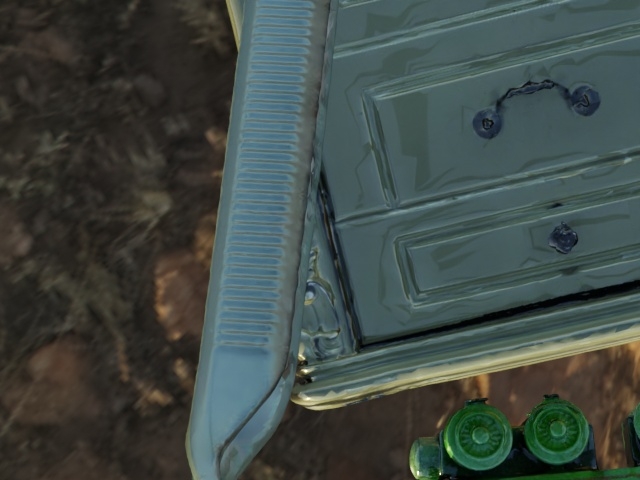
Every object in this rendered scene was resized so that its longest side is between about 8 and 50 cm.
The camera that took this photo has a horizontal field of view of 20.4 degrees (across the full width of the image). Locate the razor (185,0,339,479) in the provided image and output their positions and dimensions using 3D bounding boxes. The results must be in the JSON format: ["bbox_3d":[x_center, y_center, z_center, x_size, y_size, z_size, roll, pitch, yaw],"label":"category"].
[{"bbox_3d":[-0.011,-0.001,0.510,0.056,0.111,0.278,-3,59,1],"label":"razor"}]

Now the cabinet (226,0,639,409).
[{"bbox_3d":[0.100,-0.109,0.915,0.289,0.227,0.318,-13,93,7],"label":"cabinet"}]

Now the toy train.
[{"bbox_3d":[0.184,0.154,1.114,0.251,0.085,0.119,-6,75,2],"label":"toy train"}]
